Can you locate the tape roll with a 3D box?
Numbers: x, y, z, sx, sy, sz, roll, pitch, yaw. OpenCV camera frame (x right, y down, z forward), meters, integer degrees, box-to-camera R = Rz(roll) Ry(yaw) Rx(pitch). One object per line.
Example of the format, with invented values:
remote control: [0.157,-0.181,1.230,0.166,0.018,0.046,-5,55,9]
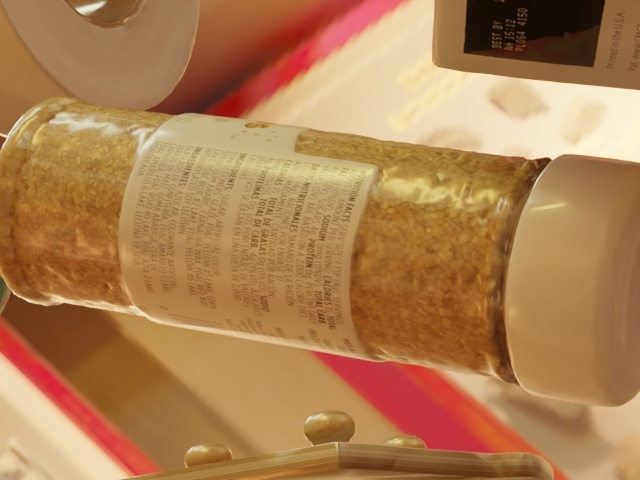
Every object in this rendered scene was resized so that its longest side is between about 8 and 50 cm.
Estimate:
tape roll: [-0.209,-0.221,1.475,0.100,0.286,0.286,-11,-4,28]

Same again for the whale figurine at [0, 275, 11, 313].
whale figurine: [-0.363,0.038,1.509,0.272,0.141,0.216,-27,-63,-10]

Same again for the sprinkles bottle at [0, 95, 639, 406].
sprinkles bottle: [0.000,0.000,1.025,0.121,0.355,0.121,-29,-57,-58]

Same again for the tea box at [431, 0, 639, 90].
tea box: [0.178,-0.290,0.946,0.329,0.220,0.323,88,-171,-62]

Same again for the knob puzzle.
knob puzzle: [0.008,0.093,0.792,0.213,0.030,0.213,-3,-14,-1]
